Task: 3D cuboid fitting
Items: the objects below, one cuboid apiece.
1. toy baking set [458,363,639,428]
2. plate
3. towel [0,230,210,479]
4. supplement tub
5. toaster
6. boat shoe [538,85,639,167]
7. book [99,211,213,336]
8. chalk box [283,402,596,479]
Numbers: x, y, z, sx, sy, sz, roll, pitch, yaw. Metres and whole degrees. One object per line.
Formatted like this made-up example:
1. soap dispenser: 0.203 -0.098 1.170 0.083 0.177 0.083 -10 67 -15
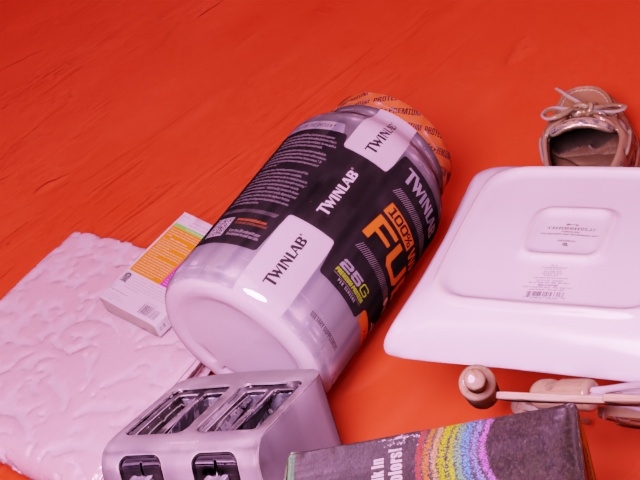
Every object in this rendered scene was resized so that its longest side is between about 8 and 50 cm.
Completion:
1. toy baking set: 0.206 0.123 0.919 0.196 0.256 0.030 3 77 16
2. plate: 0.222 0.009 1.017 0.277 0.045 0.278 4 39 28
3. towel: -0.263 0.128 1.296 0.331 0.053 0.317 12 48 37
4. supplement tub: 0.000 0.000 1.193 0.193 0.194 0.316 9 49 36
5. toaster: -0.077 0.196 1.028 0.168 0.110 0.185 -6 16 28
6. boat shoe: 0.288 -0.089 1.230 0.104 0.089 0.285 -11 39 16
7. book: -0.164 0.038 1.291 0.096 0.035 0.144 22 55 38
8. chalk box: 0.072 0.263 0.850 0.289 0.179 0.180 -13 39 16
